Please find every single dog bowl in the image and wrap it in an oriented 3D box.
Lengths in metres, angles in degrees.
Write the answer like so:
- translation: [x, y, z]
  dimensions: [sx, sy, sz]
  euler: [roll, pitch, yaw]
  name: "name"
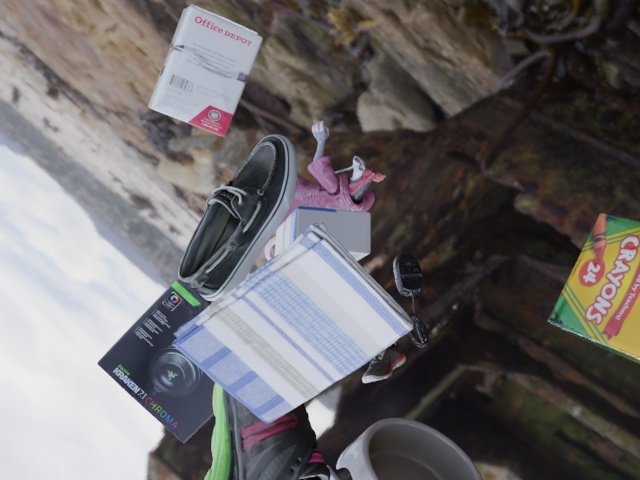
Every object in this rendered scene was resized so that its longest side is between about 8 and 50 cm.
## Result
- translation: [0.210, 0.534, 1.903]
  dimensions: [0.348, 0.102, 0.349]
  euler: [22, -152, -12]
  name: "dog bowl"

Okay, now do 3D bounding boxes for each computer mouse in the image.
- translation: [0.223, 0.146, 2.135]
  dimensions: [0.071, 0.242, 0.041]
  euler: [1, 161, -25]
  name: "computer mouse"

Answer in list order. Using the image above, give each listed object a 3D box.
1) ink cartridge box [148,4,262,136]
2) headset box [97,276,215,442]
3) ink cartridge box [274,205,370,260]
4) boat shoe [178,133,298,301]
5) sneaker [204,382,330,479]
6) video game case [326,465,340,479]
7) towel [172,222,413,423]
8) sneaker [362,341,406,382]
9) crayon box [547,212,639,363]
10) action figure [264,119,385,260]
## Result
- translation: [-0.161, -0.234, 1.203]
  dimensions: [0.109, 0.151, 0.063]
  euler: [20, -176, -19]
  name: "ink cartridge box"
- translation: [-0.258, 0.218, 1.764]
  dimensions: [0.246, 0.283, 0.131]
  euler: [45, -167, -5]
  name: "headset box"
- translation: [0.000, 0.000, 1.702]
  dimensions: [0.148, 0.086, 0.203]
  euler: [4, 169, -14]
  name: "ink cartridge box"
- translation: [-0.146, -0.051, 1.574]
  dimensions: [0.121, 0.335, 0.119]
  euler: [17, 170, 36]
  name: "boat shoe"
- translation: [-0.075, 0.331, 1.421]
  dimensions: [0.202, 0.483, 0.185]
  euler: [2, 162, 12]
  name: "sneaker"
- translation: [-0.047, 0.730, 2.154]
  dimensions: [0.300, 0.329, 0.036]
  euler: [57, -170, -26]
  name: "video game case"
- translation: [-0.040, 0.121, 1.187]
  dimensions: [0.209, 0.285, 0.034]
  euler: [45, -156, -19]
  name: "towel"
- translation: [0.127, 0.256, 1.859]
  dimensions: [0.158, 0.061, 0.065]
  euler: [-27, -81, -59]
  name: "sneaker"
- translation: [0.509, 0.087, 1.293]
  dimensions: [0.081, 0.202, 0.318]
  euler: [28, 177, -29]
  name: "crayon box"
- translation: [-0.002, -0.104, 2.128]
  dimensions: [0.248, 0.276, 0.370]
  euler: [35, 148, -30]
  name: "action figure"
